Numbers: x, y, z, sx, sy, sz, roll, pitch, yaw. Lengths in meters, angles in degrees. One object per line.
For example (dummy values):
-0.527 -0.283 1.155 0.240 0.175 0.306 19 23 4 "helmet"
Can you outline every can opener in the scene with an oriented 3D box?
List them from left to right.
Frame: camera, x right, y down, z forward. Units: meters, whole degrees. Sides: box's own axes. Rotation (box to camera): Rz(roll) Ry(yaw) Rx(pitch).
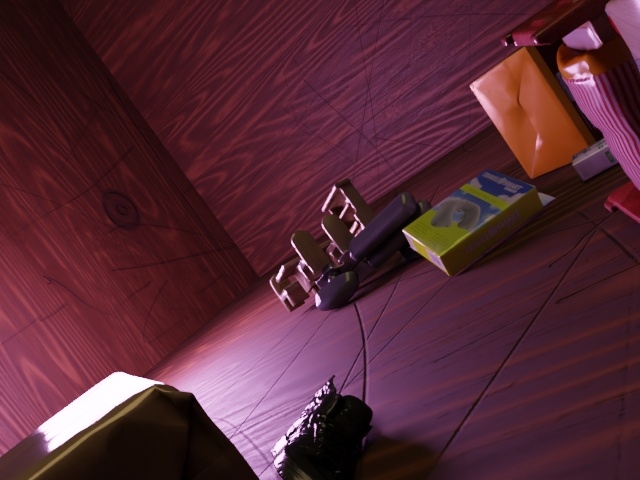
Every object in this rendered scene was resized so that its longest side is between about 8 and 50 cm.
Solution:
0.090 0.029 1.023 0.280 0.074 0.093 -48 34 35 "can opener"

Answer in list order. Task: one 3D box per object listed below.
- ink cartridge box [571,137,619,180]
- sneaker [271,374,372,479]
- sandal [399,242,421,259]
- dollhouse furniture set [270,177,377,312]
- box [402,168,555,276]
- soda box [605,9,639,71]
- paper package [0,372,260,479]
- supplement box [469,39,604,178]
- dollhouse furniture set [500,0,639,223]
0.386 -0.123 0.752 0.115 0.029 0.063 -34 4 29 "ink cartridge box"
0.006 0.159 0.471 0.089 0.051 0.170 -41 2 -13 "sneaker"
0.204 -0.025 0.945 0.097 0.054 0.254 -38 5 -34 "sandal"
0.000 0.000 1.239 0.242 0.161 0.212 -29 -15 -28 "dollhouse furniture set"
0.215 -0.034 0.800 0.178 0.042 0.109 -36 29 -5 "box"
0.355 -0.207 0.635 0.074 0.216 0.069 -39 6 -36 "soda box"
-0.198 0.243 0.383 0.309 0.168 0.325 -37 5 -24 "paper package"
0.391 -0.244 0.953 0.194 0.191 0.129 -37 4 -28 "supplement box"
0.258 -0.091 0.345 0.152 0.201 0.374 -34 10 15 "dollhouse furniture set"
